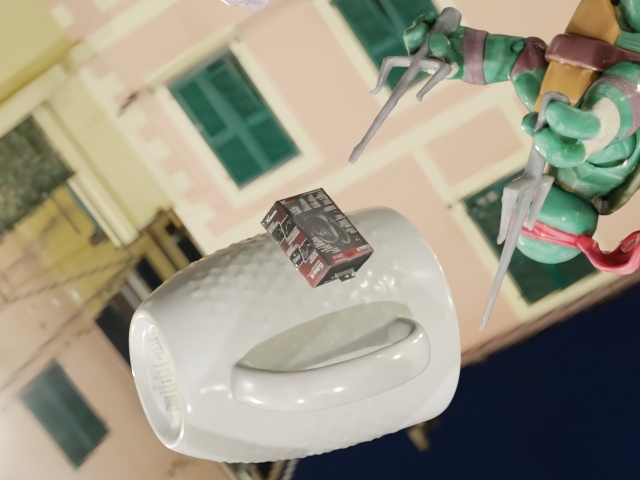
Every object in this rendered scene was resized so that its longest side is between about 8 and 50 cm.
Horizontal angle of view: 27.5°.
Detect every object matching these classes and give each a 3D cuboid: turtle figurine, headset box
[{"bbox_3d":[0.106,-0.078,0.552,0.175,0.118,0.234,28,-81,63],"label":"turtle figurine"},{"bbox_3d":[0.000,0.000,1.102,0.062,0.083,0.032,-20,156,-48],"label":"headset box"}]

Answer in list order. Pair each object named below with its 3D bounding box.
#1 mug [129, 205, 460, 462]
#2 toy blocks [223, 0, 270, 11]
[{"bbox_3d":[-0.023,0.127,1.512,0.328,0.276,0.374,-13,-170,-25],"label":"mug"},{"bbox_3d":[0.032,-0.154,0.330,0.309,0.260,0.288,-50,165,21],"label":"toy blocks"}]
